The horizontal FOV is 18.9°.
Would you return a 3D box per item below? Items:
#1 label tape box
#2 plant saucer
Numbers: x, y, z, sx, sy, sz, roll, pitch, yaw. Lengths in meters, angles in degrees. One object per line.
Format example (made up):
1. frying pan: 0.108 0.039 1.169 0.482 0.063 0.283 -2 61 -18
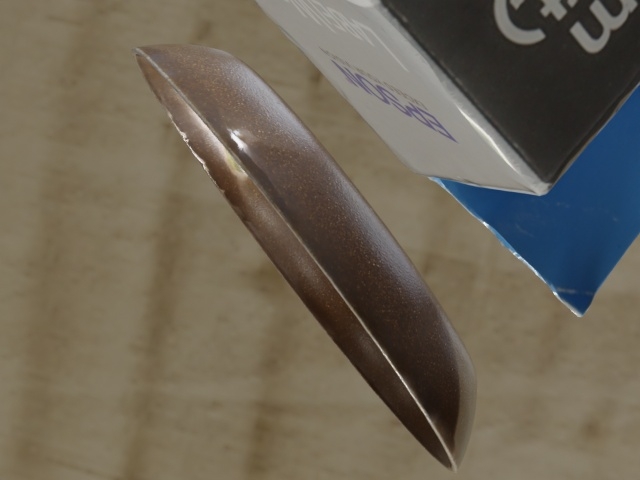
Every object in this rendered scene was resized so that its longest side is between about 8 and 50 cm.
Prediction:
1. label tape box: 0.069 -0.152 0.429 0.249 0.115 0.348 -50 -55 -4
2. plant saucer: 0.000 0.000 1.127 0.050 0.310 0.310 -37 -26 -4
